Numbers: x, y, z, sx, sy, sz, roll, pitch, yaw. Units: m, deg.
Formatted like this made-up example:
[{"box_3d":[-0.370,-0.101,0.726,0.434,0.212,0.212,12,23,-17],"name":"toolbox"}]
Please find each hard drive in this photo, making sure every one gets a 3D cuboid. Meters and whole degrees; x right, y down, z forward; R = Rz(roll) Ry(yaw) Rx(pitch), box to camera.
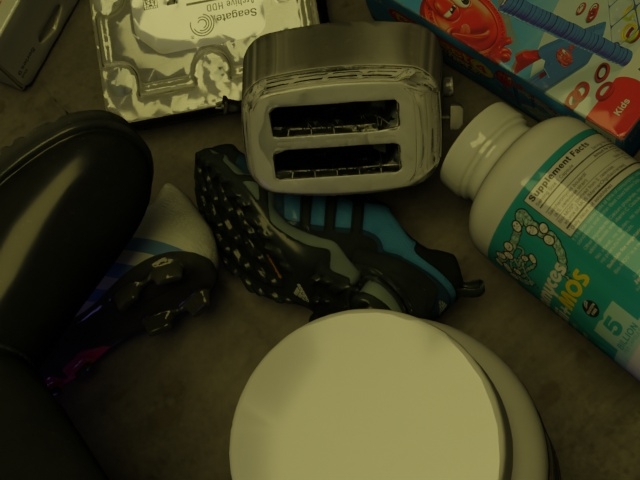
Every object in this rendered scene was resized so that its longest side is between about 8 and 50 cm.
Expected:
[{"box_3d":[-0.122,-0.295,1.159,0.237,0.064,0.339,-8,89,12],"name":"hard drive"}]

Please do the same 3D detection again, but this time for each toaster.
[{"box_3d":[0.012,-0.119,1.039,0.227,0.146,0.129,-2,117,1],"name":"toaster"}]

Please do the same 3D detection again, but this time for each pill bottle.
[{"box_3d":[0.230,-0.008,0.988,0.264,0.146,0.146,41,87,22],"name":"pill bottle"},{"box_3d":[0.069,0.173,0.859,0.210,0.363,0.210,-4,73,12],"name":"pill bottle"}]

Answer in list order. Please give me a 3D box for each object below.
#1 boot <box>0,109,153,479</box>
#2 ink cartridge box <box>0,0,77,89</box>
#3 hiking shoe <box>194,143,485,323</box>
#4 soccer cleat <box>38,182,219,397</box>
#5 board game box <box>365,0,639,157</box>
[{"box_3d":[-0.194,0.148,0.860,0.367,0.146,0.445,-45,47,6],"name":"boot"},{"box_3d":[-0.384,-0.276,1.249,0.212,0.093,0.154,23,80,17],"name":"ink cartridge box"},{"box_3d":[0.000,0.000,1.081,0.132,0.113,0.304,-26,52,-33],"name":"hiking shoe"},{"box_3d":[-0.249,0.058,1.122,0.331,0.116,0.143,-24,48,8],"name":"soccer cleat"},{"box_3d":[0.248,-0.274,1.093,0.302,0.086,0.308,36,85,20],"name":"board game box"}]
